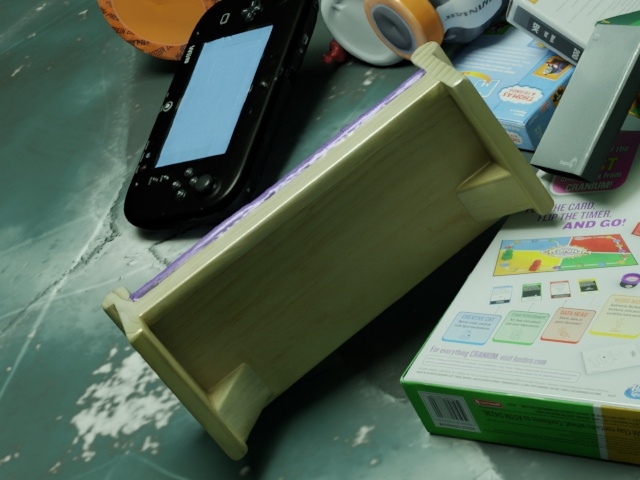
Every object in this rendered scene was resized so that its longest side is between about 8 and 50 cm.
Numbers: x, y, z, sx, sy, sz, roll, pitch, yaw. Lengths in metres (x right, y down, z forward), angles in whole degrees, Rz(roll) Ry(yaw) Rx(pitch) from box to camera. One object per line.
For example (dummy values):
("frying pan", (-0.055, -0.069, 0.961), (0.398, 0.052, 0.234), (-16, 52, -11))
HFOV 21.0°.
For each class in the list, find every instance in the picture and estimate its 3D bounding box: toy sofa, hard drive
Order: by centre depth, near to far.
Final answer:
("hard drive", (0.231, -0.115, 1.444), (0.135, 0.022, 0.094), (-65, 20, -1))
("toy sofa", (0.000, 0.000, 1.468), (0.362, 0.150, 0.177), (-38, 23, 0))

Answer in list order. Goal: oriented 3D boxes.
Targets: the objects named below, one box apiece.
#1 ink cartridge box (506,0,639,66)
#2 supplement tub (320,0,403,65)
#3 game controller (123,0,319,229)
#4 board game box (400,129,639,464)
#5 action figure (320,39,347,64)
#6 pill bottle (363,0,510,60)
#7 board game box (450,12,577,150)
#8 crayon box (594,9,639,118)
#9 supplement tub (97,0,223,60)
("ink cartridge box", (0.323, -0.229, 1.663), (0.208, 0.045, 0.206), (37, 64, 18))
("supplement tub", (0.094, -0.290, 1.886), (0.117, 0.117, 0.190), (6, 47, 41))
("game controller", (-0.105, -0.146, 1.835), (0.166, 0.067, 0.319), (-3, 53, 31))
("board game box", (0.243, 0.034, 1.389), (0.242, 0.064, 0.316), (5, 45, 40))
("action figure", (0.031, -0.233, 1.928), (0.030, 0.038, 0.115), (17, 49, 19))
("pill bottle", (0.156, -0.288, 1.762), (0.246, 0.130, 0.130), (-43, 36, -21))
("board game box", (0.210, -0.178, 1.721), (0.160, 0.039, 0.211), (16, 51, 46))
("crayon box", (0.363, -0.145, 1.445), (0.165, 0.081, 0.278), (-15, 19, -10))
("supplement tub", (-0.134, -0.382, 2.092), (0.207, 0.207, 0.338), (-7, 38, 29))
